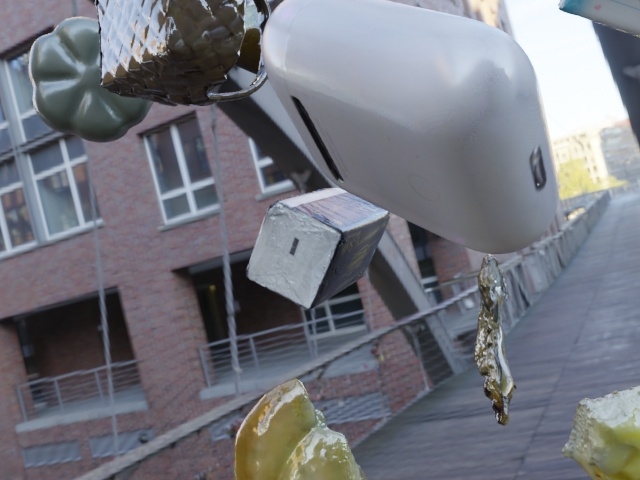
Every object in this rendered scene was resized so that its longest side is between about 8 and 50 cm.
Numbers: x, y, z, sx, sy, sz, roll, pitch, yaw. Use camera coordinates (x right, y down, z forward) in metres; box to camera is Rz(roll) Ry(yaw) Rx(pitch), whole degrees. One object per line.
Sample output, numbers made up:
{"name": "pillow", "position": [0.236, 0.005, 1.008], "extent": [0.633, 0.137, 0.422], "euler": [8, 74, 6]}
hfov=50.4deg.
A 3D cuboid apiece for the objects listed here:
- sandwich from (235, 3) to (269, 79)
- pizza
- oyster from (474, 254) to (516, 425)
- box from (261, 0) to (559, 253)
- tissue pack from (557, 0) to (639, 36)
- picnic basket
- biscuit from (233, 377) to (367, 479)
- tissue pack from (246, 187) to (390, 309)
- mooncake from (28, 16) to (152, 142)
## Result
{"name": "sandwich", "position": [-0.156, -0.463, 1.571], "extent": [0.236, 0.122, 0.128], "euler": [17, -46, -16]}
{"name": "pizza", "position": [0.314, 0.200, 0.599], "extent": [0.188, 0.080, 0.204], "euler": [-7, -46, -6]}
{"name": "oyster", "position": [0.343, 0.193, 1.358], "extent": [0.079, 0.344, 0.128], "euler": [-4, -20, 18]}
{"name": "box", "position": [0.095, -0.133, 0.766], "extent": [0.141, 0.288, 0.349], "euler": [-48, 48, -13]}
{"name": "tissue pack", "position": [0.532, -0.415, 1.041], "extent": [0.271, 0.201, 0.124], "euler": [21, 44, 4]}
{"name": "picnic basket", "position": [-0.211, -0.389, 1.241], "extent": [0.338, 0.292, 0.337], "euler": [-4, -1, 0]}
{"name": "biscuit", "position": [0.014, 0.290, 0.660], "extent": [0.154, 0.299, 0.045], "euler": [-42, -4, -1]}
{"name": "tissue pack", "position": [0.000, 0.000, 1.581], "extent": [0.198, 0.210, 0.370], "euler": [30, 20, 15]}
{"name": "mooncake", "position": [-0.482, -0.341, 1.445], "extent": [0.275, 0.274, 0.135], "euler": [-14, 10, -12]}
